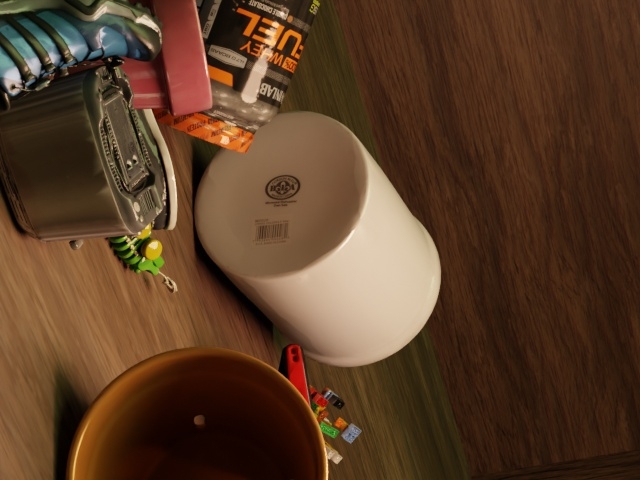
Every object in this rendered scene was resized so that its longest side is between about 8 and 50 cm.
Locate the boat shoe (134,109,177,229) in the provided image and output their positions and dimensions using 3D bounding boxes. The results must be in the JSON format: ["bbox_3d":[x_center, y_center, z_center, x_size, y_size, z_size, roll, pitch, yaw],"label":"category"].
[{"bbox_3d":[-0.267,-0.151,1.630,0.114,0.091,0.303,-3,-77,64],"label":"boat shoe"}]

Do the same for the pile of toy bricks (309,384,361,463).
[{"bbox_3d":[-0.017,0.319,2.258,0.105,0.118,0.212,40,-1,39],"label":"pile of toy bricks"}]

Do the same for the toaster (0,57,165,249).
[{"bbox_3d":[-0.281,-0.102,1.393,0.129,0.146,0.227,-66,143,-69],"label":"toaster"}]

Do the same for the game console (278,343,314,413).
[{"bbox_3d":[-0.033,0.378,1.895,0.386,0.060,0.342,105,-18,-64],"label":"game console"}]

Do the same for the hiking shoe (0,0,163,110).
[{"bbox_3d":[-0.306,-0.195,1.260,0.304,0.113,0.132,2,86,-32],"label":"hiking shoe"}]

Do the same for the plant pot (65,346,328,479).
[{"bbox_3d":[-0.134,0.295,1.437,0.203,0.290,0.291,88,-3,-65],"label":"plant pot"}]

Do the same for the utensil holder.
[{"bbox_3d":[0.000,0.000,2.089,0.385,0.327,0.328,52,29,-58],"label":"utensil holder"}]

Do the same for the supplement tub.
[{"bbox_3d":[-0.126,-0.316,1.844,0.207,0.207,0.338,-2,114,-76],"label":"supplement tub"}]

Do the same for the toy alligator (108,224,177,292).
[{"bbox_3d":[-0.246,0.017,1.651,0.051,0.056,0.190,-42,133,-24],"label":"toy alligator"}]

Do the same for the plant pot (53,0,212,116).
[{"bbox_3d":[-0.237,-0.240,1.488,0.201,0.180,0.201,168,-90,-82],"label":"plant pot"}]
